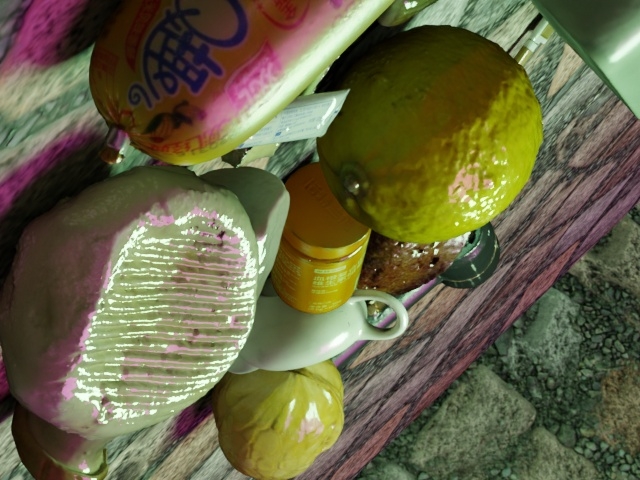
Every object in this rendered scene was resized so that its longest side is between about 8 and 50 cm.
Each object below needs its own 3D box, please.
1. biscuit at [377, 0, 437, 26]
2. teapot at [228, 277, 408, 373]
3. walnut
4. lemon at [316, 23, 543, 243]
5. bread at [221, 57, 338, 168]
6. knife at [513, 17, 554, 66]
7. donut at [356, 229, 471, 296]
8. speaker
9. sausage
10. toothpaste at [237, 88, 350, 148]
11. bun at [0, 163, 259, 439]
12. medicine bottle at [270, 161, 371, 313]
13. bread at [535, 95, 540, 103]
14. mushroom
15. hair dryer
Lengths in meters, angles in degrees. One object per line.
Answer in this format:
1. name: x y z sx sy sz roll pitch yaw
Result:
1. biscuit: 0.155 -0.277 1.726 0.322 0.038 0.099 -35 160 -44
2. teapot: -0.015 0.084 2.059 0.226 0.092 0.145 -8 -154 27
3. walnut: -0.050 0.197 2.257 0.159 0.159 0.207 -40 161 -32
4. lemon: 0.099 -0.095 1.741 0.231 0.192 0.192 -38 165 -37
5. bread: -0.026 -0.127 1.597 0.154 0.028 0.068 -54 166 24
6. knife: 0.253 -0.240 2.214 0.256 0.022 0.046 -54 158 9
7. donut: 0.092 -0.025 2.100 0.126 0.144 0.186 -4 166 -44
8. speaker: 0.342 -0.264 2.049 0.184 0.183 0.406 -44 165 8
9. sausage: -0.020 -0.173 1.238 0.347 0.123 0.123 -45 168 -13
10. toothpaste: -0.051 -0.092 1.533 0.218 0.033 0.052 -13 140 -51
11. bun: -0.150 0.034 1.424 0.231 0.133 0.231 -30 136 -34
12. medicine bottle: 0.000 0.000 1.928 0.096 0.096 0.192 -43 168 -19
13. bread: 0.238 -0.154 2.410 0.047 0.036 0.083 -14 147 -54
14. mushroom: -0.146 0.075 1.606 0.350 0.128 0.128 -50 168 27
15. hair dryer: 0.084 0.082 2.510 0.352 0.107 0.189 -42 166 0
